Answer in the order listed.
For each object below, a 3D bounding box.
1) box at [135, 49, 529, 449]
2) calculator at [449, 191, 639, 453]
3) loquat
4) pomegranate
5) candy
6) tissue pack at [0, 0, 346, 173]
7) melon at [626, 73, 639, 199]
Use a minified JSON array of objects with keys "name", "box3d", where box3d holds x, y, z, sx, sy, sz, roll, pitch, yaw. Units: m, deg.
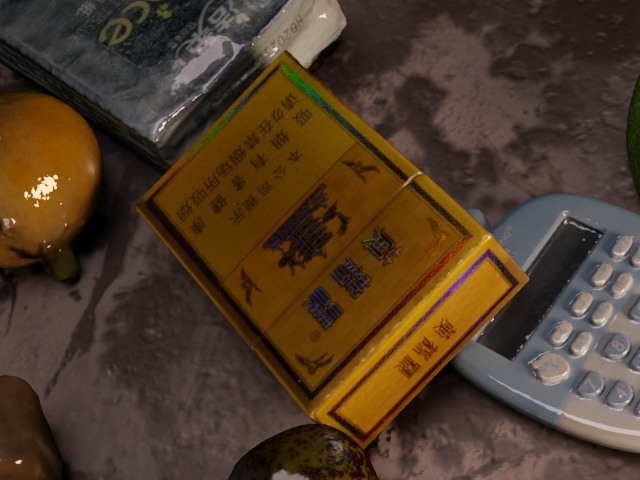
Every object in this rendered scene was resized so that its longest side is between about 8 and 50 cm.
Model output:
[{"name":"box","box3d":[0.000,0.000,1.171,0.193,0.084,0.301,-46,48,3]},{"name":"calculator","box3d":[0.201,0.056,1.115,0.302,0.042,0.188,27,70,34]},{"name":"loquat","box3d":[-0.279,-0.053,1.312,0.172,0.149,0.204,-26,83,-25]},{"name":"pomegranate","box3d":[0.009,0.200,1.034,0.163,0.125,0.138,-4,83,11]},{"name":"candy","box3d":[-0.329,0.200,1.179,0.234,0.102,0.104,-21,52,3]},{"name":"tissue pack","box3d":[-0.163,-0.212,1.401,0.315,0.103,0.228,33,74,36]},{"name":"melon","box3d":[0.345,-0.145,1.149,0.265,0.129,0.169,-28,49,2]}]
